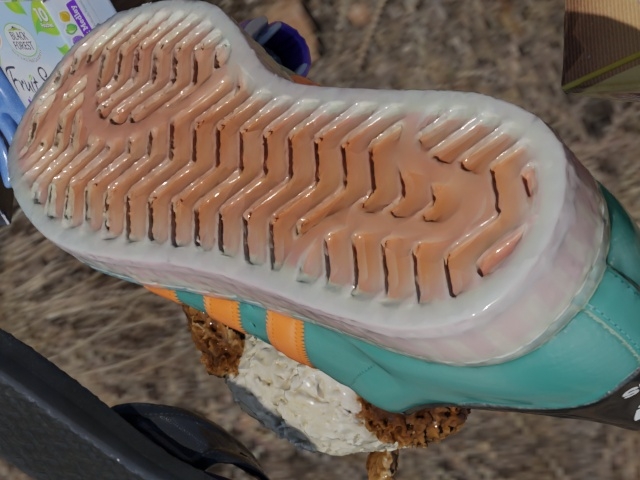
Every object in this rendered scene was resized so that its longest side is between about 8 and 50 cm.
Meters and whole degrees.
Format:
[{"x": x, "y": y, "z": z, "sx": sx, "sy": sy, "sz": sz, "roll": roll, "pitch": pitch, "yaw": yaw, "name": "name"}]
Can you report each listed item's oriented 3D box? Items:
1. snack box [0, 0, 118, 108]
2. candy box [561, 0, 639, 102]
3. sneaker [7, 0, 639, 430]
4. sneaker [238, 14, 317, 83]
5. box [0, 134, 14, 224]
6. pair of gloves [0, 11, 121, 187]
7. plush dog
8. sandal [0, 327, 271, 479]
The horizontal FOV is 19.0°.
[{"x": -0.119, "y": -0.073, "z": 1.000, "sx": 0.037, "sy": 0.100, "sz": 0.141, "roll": -40, "pitch": 115, "yaw": -25, "name": "snack box"}, {"x": 0.201, "y": -0.142, "z": 0.639, "sx": 0.087, "sy": 0.316, "sz": 0.183, "roll": 5, "pitch": 89, "yaw": -25, "name": "candy box"}, {"x": 0.000, "y": 0.000, "z": 0.675, "sx": 0.121, "sy": 0.302, "sz": 0.108, "roll": 43, "pitch": 77, "yaw": -39, "name": "sneaker"}, {"x": -0.070, "y": -0.074, "z": 1.286, "sx": 0.161, "sy": 0.282, "sz": 0.102, "roll": -40, "pitch": 96, "yaw": -4, "name": "sneaker"}, {"x": -0.356, "y": -0.084, "z": 1.624, "sx": 0.158, "sy": 0.156, "sz": 0.093, "roll": -3, "pitch": 61, "yaw": 10, "name": "box"}, {"x": -0.221, "y": -0.122, "z": 1.448, "sx": 0.023, "sy": 0.198, "sz": 0.159, "roll": -52, "pitch": 127, "yaw": -57, "name": "pair of gloves"}, {"x": 0.018, "y": 0.091, "z": 1.376, "sx": 0.262, "sy": 0.225, "sz": 0.211, "roll": 14, "pitch": 98, "yaw": 22, "name": "plush dog"}, {"x": -0.139, "y": 0.190, "z": 1.635, "sx": 0.446, "sy": 0.167, "sz": 0.107, "roll": 39, "pitch": 53, "yaw": -13, "name": "sandal"}]
